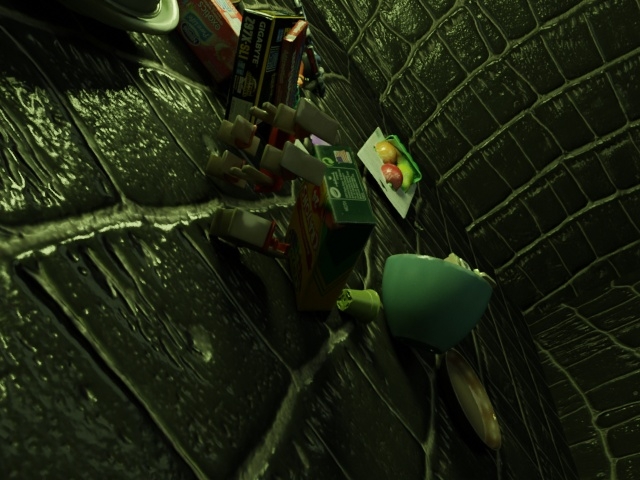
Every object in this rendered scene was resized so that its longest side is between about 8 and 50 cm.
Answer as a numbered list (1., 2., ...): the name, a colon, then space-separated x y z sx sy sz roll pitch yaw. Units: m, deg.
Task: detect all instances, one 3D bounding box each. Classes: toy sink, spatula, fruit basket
1. toy sink: 0.476 0.141 1.697 0.152 0.234 0.131 27 38 -49
2. spatula: -0.056 -0.380 1.544 0.296 0.030 0.084 43 26 -31
3. fruit basket: 0.286 -0.290 2.022 0.327 0.165 0.353 52 39 -14

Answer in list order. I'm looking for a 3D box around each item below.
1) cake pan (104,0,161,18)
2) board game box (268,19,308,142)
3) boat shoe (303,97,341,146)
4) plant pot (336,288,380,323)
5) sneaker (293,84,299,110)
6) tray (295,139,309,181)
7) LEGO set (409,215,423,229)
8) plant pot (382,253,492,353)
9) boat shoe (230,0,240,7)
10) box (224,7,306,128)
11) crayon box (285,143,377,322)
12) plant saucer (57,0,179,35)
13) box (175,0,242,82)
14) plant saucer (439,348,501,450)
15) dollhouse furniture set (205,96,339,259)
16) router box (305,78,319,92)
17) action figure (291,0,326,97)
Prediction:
1. cake pan: -0.371 -0.511 0.791 0.293 0.054 0.293 44 26 -28
2. board game box: -0.084 -0.394 1.214 0.027 0.281 0.145 18 43 3
3. boat shoe: 0.000 -0.411 1.643 0.206 0.075 0.065 44 29 -19
4. plant pot: 0.082 0.146 1.111 0.079 0.083 0.083 21 41 -36
5. sneaker: -0.106 -0.436 1.401 0.275 0.110 0.107 49 37 -18
6. tray: -0.032 -0.203 1.370 0.270 0.030 0.145 51 25 -16
7. LEGO set: 0.426 -0.072 2.147 0.083 0.023 0.054 50 18 15
8. plant pot: 0.285 0.186 1.266 0.290 0.290 0.196 37 67 -41
9. boat shoe: -0.286 -0.821 1.555 0.095 0.095 0.258 45 26 -28
10. box: -0.131 -0.425 1.175 0.079 0.257 0.322 17 26 3
11. crayon box: 0.000 0.000 0.939 0.081 0.319 0.202 1 49 -18
12. plant saucer: -0.442 -0.520 0.854 0.400 0.100 0.401 45 26 -29
13. box: -0.274 -0.539 1.186 0.257 0.122 0.128 52 24 -15
14. plant saucer: 0.445 0.480 1.443 0.310 0.050 0.311 45 27 -30
15. dollhouse furniture set: -0.094 -0.109 0.871 0.135 0.262 0.259 23 78 -38
16. router box: -0.040 -0.653 1.911 0.092 0.038 0.122 63 23 11
17. action figure: -0.106 -0.633 1.597 0.330 0.178 0.342 -61 136 -70
